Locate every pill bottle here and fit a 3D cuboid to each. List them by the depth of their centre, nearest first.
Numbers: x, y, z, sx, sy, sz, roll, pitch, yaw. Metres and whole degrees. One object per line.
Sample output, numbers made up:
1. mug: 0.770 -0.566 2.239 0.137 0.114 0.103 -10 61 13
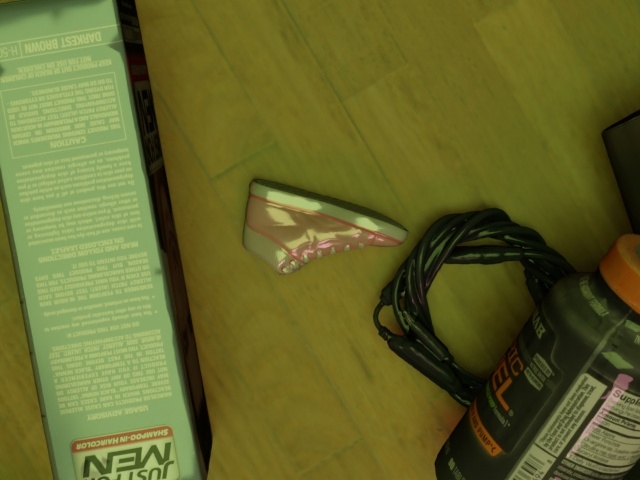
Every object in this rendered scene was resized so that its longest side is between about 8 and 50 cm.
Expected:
1. pill bottle: 0.200 0.114 1.288 0.130 0.130 0.246 29 114 -4

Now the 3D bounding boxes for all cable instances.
1. cable: 0.144 0.063 1.384 0.184 0.047 0.151 36 87 -8

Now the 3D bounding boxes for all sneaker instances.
1. sneaker: 0.000 0.000 1.369 0.134 0.051 0.070 15 97 1

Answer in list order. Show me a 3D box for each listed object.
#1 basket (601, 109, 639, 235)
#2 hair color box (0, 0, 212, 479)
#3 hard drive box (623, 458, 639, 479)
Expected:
1. basket: 0.326 -0.013 1.323 0.204 0.154 0.227 -28 90 26
2. hair color box: -0.169 0.002 1.298 0.113 0.185 0.375 -9 96 0
3. hard drive box: 0.311 0.291 1.337 0.232 0.181 0.089 43 94 -5
